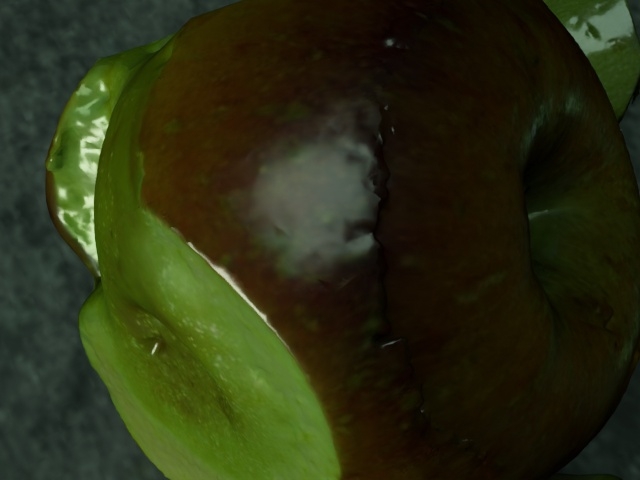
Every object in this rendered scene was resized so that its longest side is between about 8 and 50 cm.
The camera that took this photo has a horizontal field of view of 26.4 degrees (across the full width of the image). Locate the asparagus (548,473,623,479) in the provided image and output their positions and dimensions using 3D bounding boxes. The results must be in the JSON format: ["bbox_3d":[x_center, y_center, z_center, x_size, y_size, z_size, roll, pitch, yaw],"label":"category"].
[{"bbox_3d":[0.212,0.207,0.878,0.343,0.082,0.085,17,50,17],"label":"asparagus"}]

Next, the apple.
[{"bbox_3d":[0.000,0.000,0.815,0.374,0.384,0.374,-10,73,33],"label":"apple"}]

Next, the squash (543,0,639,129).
[{"bbox_3d":[0.095,-0.099,1.014,0.288,0.137,0.137,-20,66,8],"label":"squash"}]
